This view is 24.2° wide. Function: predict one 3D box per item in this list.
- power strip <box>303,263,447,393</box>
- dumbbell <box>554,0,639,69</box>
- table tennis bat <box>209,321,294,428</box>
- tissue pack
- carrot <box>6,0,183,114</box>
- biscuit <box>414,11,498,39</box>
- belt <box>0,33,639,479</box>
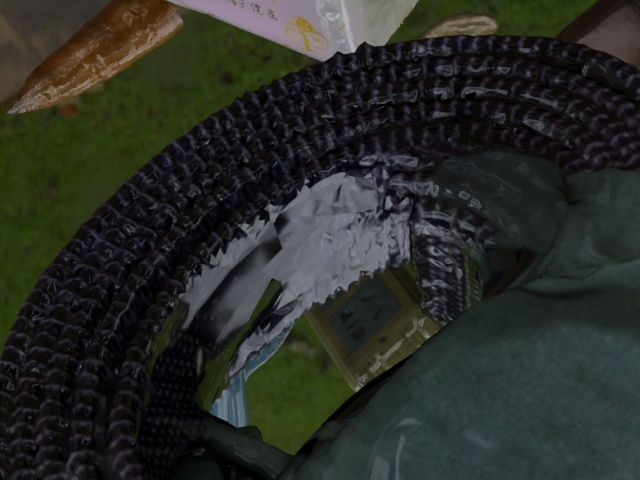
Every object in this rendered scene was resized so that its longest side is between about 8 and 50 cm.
[{"bbox_3d":[0.000,0.000,1.241,0.092,0.387,0.066,-45,124,6],"label":"power strip"},{"bbox_3d":[0.217,-0.035,0.833,0.082,0.231,0.092,-41,173,40],"label":"dumbbell"},{"bbox_3d":[-0.098,0.072,1.500,0.215,0.044,0.329,-16,114,-34],"label":"table tennis bat"},{"bbox_3d":[-0.046,-0.253,1.159,0.124,0.225,0.185,-52,153,-26],"label":"tissue pack"},{"bbox_3d":[-0.242,-0.193,1.552,0.205,0.072,0.072,-36,139,-11],"label":"carrot"},{"bbox_3d":[0.129,-0.206,1.588,0.071,0.018,0.147,3,159,-34],"label":"biscuit"},{"bbox_3d":[0.023,0.056,0.581,0.325,0.260,0.122,-44,147,-22],"label":"belt"}]
